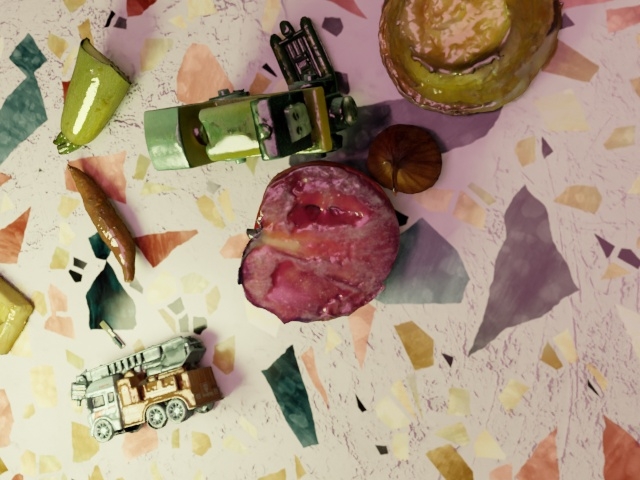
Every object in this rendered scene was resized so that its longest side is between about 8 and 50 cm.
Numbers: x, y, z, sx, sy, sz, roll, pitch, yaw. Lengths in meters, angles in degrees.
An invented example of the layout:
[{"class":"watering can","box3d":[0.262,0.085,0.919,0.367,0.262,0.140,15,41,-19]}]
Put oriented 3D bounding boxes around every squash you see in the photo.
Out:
[{"class":"squash","box3d":[-0.511,-0.295,1.639,0.137,0.137,0.287,35,119,13]}]

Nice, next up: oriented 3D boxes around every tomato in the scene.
[{"class":"tomato","box3d":[-0.001,0.003,1.452,0.290,0.176,0.334,16,103,-4]}]

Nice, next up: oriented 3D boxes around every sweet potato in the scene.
[{"class":"sweet potato","box3d":[-0.493,-0.050,1.673,0.314,0.066,0.072,59,142,4]}]

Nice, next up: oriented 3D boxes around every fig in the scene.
[{"class":"fig","box3d":[0.142,-0.146,1.361,0.146,0.201,0.133,5,104,23]}]

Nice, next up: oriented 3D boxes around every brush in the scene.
[{"class":"brush","box3d":[-0.500,0.226,1.743,0.083,0.013,0.016,47,111,10]}]

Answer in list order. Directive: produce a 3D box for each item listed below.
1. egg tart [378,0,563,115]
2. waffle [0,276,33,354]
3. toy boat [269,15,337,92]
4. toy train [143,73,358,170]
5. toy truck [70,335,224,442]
[{"class":"egg tart","box3d":[0.259,-0.397,1.323,0.345,0.132,0.345,2,95,20]},{"class":"waffle","box3d":[-0.862,0.150,1.840,0.274,0.057,0.168,39,107,12]},{"class":"toy boat","box3d":[-0.029,-0.348,1.474,0.104,0.052,0.210,-23,88,19]},{"class":"toy train","box3d":[-0.134,-0.218,1.393,0.397,0.253,0.160,0,105,33]},{"class":"toy truck","box3d":[-0.407,0.342,1.665,0.338,0.133,0.184,-18,80,18]}]
